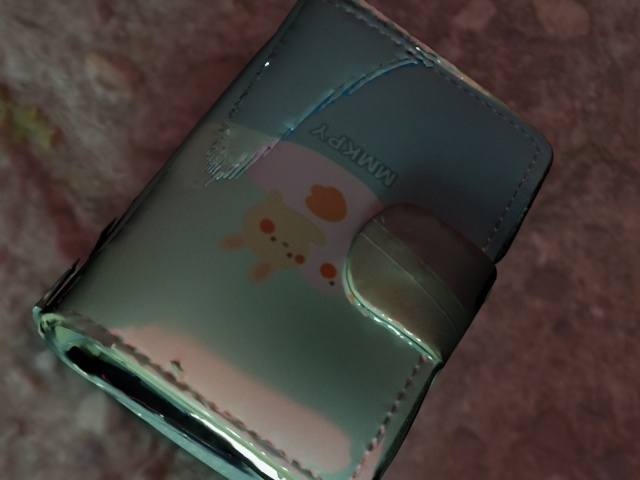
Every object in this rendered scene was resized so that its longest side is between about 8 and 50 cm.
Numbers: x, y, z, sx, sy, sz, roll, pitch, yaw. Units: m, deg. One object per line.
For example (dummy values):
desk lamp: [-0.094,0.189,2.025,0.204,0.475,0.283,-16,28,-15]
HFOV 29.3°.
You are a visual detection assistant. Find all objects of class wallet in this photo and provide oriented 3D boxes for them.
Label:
wallet: [0.000,0.000,0.611,0.176,0.075,0.250,36,58,-2]
